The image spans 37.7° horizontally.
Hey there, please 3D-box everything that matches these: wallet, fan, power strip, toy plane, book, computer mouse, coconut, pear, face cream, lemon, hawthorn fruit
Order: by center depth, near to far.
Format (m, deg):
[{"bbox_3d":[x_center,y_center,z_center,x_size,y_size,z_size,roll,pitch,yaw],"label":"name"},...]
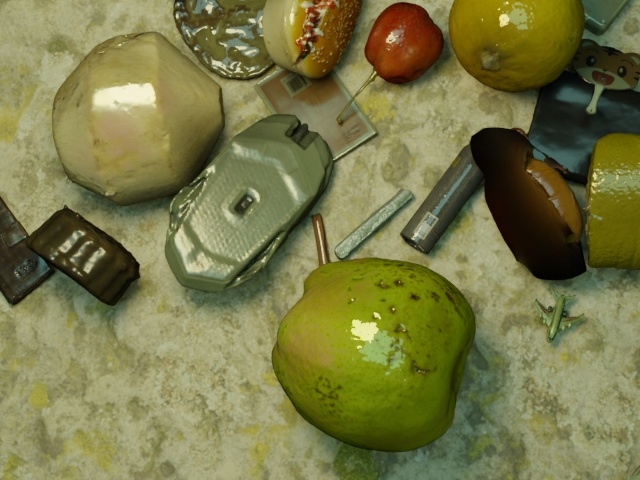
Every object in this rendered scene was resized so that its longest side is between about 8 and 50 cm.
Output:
[{"bbox_3d":[0.091,0.209,1.763,0.390,0.391,0.391,-1,80,5],"label":"pear"},{"bbox_3d":[0.393,-0.432,1.877,0.293,0.293,0.293,-1,80,5],"label":"lemon"},{"bbox_3d":[0.475,0.155,1.890,0.102,0.040,0.111,18,83,10],"label":"toy plane"},{"bbox_3d":[-0.362,-0.249,1.901,0.352,0.352,0.353,-1,80,5],"label":"coconut"},{"bbox_3d":[0.580,-0.331,1.928,0.152,0.008,0.227,21,55,9],"label":"fan"},{"bbox_3d":[0.632,-0.201,1.928,0.406,0.062,0.228,17,83,9],"label":"wallet"},{"bbox_3d":[-0.153,-0.070,1.935,0.228,0.145,0.429,38,75,3],"label":"computer mouse"},{"bbox_3d":[0.273,-0.102,1.935,0.073,0.073,0.283,36,85,10],"label":"face cream"},{"bbox_3d":[0.124,-0.365,1.950,0.285,0.165,0.165,-43,80,0],"label":"hawthorn fruit"},{"bbox_3d":[0.624,-0.565,1.996,0.118,0.046,0.270,37,87,12],"label":"power strip"},{"bbox_3d":[-0.681,0.014,2.017,0.124,0.042,0.230,-38,79,1],"label":"wallet"},{"bbox_3d":[-0.012,-0.281,2.019,0.170,0.018,0.242,-32,78,-1],"label":"book"}]

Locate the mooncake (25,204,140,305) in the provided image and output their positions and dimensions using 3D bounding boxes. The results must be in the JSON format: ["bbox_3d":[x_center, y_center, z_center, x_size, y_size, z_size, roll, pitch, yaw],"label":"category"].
[{"bbox_3d":[-0.473,0.028,1.905,0.228,0.228,0.124,36,80,10],"label":"mooncake"}]

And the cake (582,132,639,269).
[{"bbox_3d":[0.583,-0.072,1.810,0.156,0.179,0.261,-1,111,14],"label":"cake"}]

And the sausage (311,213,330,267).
[{"bbox_3d":[0.000,0.000,1.967,0.026,0.026,0.116,-11,79,3],"label":"sausage"}]

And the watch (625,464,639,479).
[{"bbox_3d":[0.702,0.482,1.765,0.253,0.162,0.241,9,74,6],"label":"watch"}]

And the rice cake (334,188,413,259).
[{"bbox_3d":[0.110,-0.036,1.959,0.207,0.033,0.033,-42,90,-4],"label":"rice cake"}]

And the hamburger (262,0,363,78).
[{"bbox_3d":[-0.001,-0.478,1.944,0.151,0.227,0.295,7,69,27],"label":"hamburger"}]

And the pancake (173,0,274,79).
[{"bbox_3d":[-0.179,-0.490,2.054,0.294,0.049,0.295,0,81,2],"label":"pancake"}]

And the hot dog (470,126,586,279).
[{"bbox_3d":[0.440,-0.089,1.876,0.194,0.107,0.326,-9,101,41],"label":"hot dog"}]
